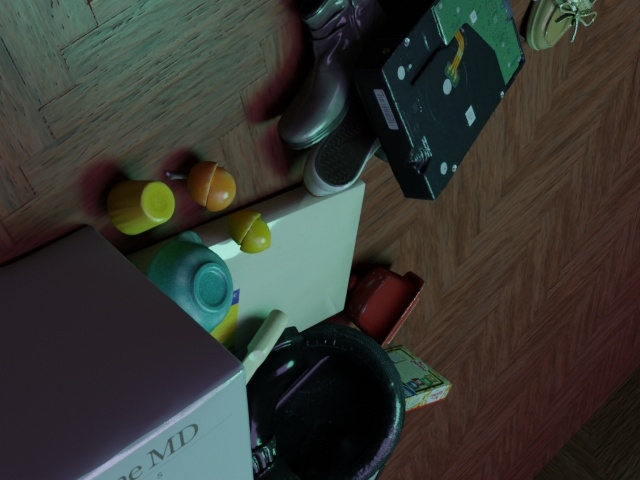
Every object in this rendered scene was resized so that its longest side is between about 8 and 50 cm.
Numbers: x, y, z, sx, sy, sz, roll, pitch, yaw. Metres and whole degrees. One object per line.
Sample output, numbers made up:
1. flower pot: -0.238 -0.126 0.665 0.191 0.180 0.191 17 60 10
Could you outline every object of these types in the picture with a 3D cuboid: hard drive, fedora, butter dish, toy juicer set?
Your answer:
1. hard drive: 0.182 -0.255 1.308 0.339 0.064 0.237 -54 134 -30
2. fedora: -0.019 0.296 1.589 0.334 0.334 0.152 -52 -179 -1
3. butter dish: 0.097 0.105 1.640 0.160 0.118 0.160 -56 -172 2
4. toy juicer set: -0.145 0.052 1.194 0.209 0.089 0.329 -32 107 -46

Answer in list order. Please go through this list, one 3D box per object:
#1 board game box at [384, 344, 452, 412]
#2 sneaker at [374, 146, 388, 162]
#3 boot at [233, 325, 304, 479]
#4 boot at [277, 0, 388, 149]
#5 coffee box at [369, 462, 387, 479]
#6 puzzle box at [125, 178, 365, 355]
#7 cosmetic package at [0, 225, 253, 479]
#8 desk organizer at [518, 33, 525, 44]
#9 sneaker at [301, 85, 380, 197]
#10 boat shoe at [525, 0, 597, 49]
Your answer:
1. board game box: 0.159 0.286 1.853 0.193 0.146 0.045 -4 124 -49
2. sneaker: 0.172 -0.191 1.472 0.227 0.087 0.130 -18 132 -46
3. boot: -0.082 0.326 1.414 0.348 0.260 0.131 -50 161 26
4. boot: 0.001 -0.257 1.210 0.246 0.083 0.161 -53 144 -14
5. coffee box: -0.016 0.531 1.847 0.118 0.168 0.297 5 118 -53
6. puzzle box: -0.111 0.068 1.381 0.408 0.052 0.272 -23 138 -35
7. cosmetic package: -0.304 0.268 1.084 0.329 0.327 0.394 -31 141 -30
8. desk organizer: 0.292 -0.343 1.511 0.130 0.047 0.050 11 110 -55
9. sneaker: 0.060 -0.185 1.353 0.290 0.106 0.123 -51 -173 -20
10. boat shoe: 0.465 -0.456 1.580 0.104 0.089 0.285 17 107 -57
